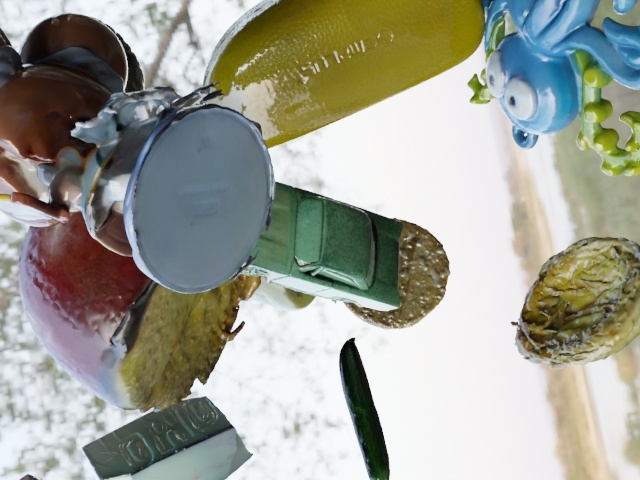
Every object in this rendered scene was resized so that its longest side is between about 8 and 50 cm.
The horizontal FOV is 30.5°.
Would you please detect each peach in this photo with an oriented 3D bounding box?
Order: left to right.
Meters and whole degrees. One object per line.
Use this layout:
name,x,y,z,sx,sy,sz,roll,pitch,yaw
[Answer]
peach,-0.252,0.039,1.703,0.339,0.353,0.417,67,-167,-55

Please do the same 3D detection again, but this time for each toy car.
toy car,0.000,0.000,1.608,0.320,0.097,0.142,17,-110,-42

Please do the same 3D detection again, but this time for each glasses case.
glasses case,0.021,-0.246,1.476,0.141,0.371,0.173,-103,-11,-68

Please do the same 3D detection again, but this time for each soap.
soap,-0.238,0.330,1.834,0.145,0.230,0.091,39,151,52

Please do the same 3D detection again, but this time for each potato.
potato,-0.116,0.056,2.459,0.197,0.228,0.149,24,-98,-45

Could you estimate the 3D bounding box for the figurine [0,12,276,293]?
figurine,-0.251,-0.109,1.231,0.276,0.388,0.248,-4,-75,-47

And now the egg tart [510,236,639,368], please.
egg tart,0.397,0.098,1.716,0.098,0.252,0.232,38,-137,-26

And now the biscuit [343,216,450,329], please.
biscuit,0.132,0.060,2.166,0.033,0.219,0.220,53,-152,-68

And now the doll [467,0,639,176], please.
doll,0.268,-0.237,1.396,0.346,0.098,0.341,50,154,40

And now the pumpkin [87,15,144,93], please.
pumpkin,-0.490,-0.339,2.438,0.249,0.216,0.250,5,-97,-42

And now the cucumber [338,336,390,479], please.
cucumber,0.047,0.195,1.329,0.036,0.033,0.184,123,138,-50

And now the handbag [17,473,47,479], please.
handbag,-0.352,0.382,1.415,0.173,0.117,0.095,57,-174,26
